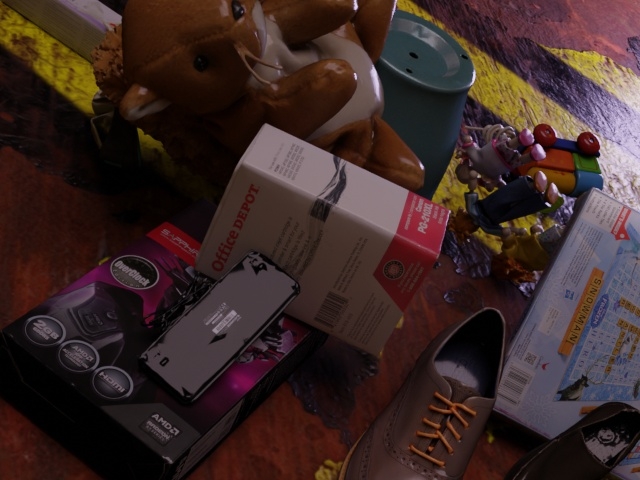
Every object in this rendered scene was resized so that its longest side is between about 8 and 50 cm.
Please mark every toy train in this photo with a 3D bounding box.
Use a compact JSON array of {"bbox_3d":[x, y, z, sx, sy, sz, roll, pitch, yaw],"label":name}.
[{"bbox_3d":[0.352,-0.107,1.836,0.248,0.105,0.143,7,54,-23],"label":"toy train"}]

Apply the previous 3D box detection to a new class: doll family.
[{"bbox_3d":[0.273,-0.026,1.605,0.263,0.163,0.118,49,44,-16],"label":"doll family"}]

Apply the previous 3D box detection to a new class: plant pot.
[{"bbox_3d":[0.082,-0.181,1.613,0.271,0.255,0.272,17,39,-15],"label":"plant pot"}]

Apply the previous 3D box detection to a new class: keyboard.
[{"bbox_3d":[-0.115,0.085,1.202,0.100,0.038,0.192,41,58,7],"label":"keyboard"}]

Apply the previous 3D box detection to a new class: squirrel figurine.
[{"bbox_3d":[-0.125,-0.189,1.391,0.370,0.397,0.281,8,77,-49],"label":"squirrel figurine"}]

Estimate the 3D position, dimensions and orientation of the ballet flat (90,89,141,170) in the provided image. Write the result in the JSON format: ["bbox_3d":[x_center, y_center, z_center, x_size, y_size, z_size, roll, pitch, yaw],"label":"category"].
[{"bbox_3d":[-0.283,-0.176,1.563,0.074,0.074,0.203,10,46,-20],"label":"ballet flat"}]

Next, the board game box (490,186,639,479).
[{"bbox_3d":[0.408,0.146,1.427,0.318,0.066,0.319,29,79,3],"label":"board game box"}]

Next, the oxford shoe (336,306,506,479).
[{"bbox_3d":[0.113,0.215,1.244,0.130,0.133,0.364,26,50,3],"label":"oxford shoe"}]

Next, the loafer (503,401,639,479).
[{"bbox_3d":[0.293,0.255,1.312,0.220,0.078,0.080,-39,78,-18],"label":"loafer"}]

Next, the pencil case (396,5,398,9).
[{"bbox_3d":[0.120,-0.353,1.993,0.098,0.095,0.209,-15,46,-2],"label":"pencil case"}]

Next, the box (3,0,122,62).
[{"bbox_3d":[-0.333,-0.310,1.695,0.324,0.067,0.063,34,37,12],"label":"box"}]

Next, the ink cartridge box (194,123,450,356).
[{"bbox_3d":[0.000,0.000,1.276,0.237,0.172,0.100,26,37,-2],"label":"ink cartridge box"}]

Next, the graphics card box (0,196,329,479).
[{"bbox_3d":[-0.159,0.109,1.273,0.232,0.094,0.371,36,39,12],"label":"graphics card box"}]
